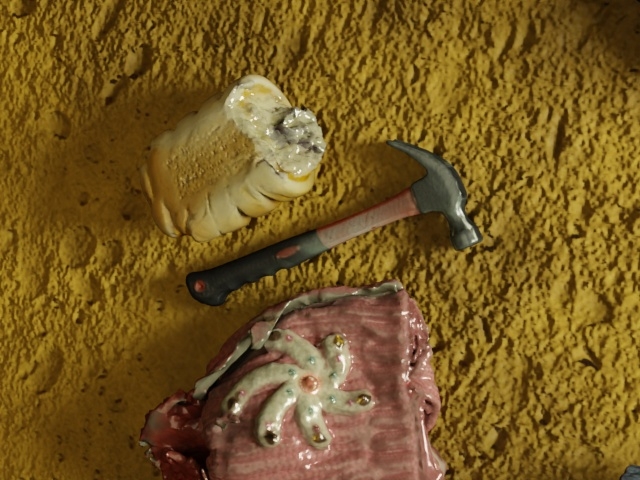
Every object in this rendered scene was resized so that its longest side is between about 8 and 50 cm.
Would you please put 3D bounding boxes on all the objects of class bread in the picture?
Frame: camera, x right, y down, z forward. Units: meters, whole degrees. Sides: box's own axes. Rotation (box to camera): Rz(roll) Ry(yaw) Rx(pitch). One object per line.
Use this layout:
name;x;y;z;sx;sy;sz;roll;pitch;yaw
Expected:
bread;-0.081;-0.070;1.174;0.177;0.084;0.119;-28;77;26

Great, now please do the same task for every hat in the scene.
hat;-0.033;0.165;1.153;0.286;0.107;0.236;-9;79;23

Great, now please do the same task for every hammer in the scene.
hammer;0.000;0.000;1.167;0.288;0.033;0.111;-24;83;27

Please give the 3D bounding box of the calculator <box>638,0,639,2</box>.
calculator;0.294;-0.242;0.920;0.274;0.058;0.248;61;153;8

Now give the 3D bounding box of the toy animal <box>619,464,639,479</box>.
toy animal;0.277;0.286;0.997;0.180;0.116;0.218;8;90;27
